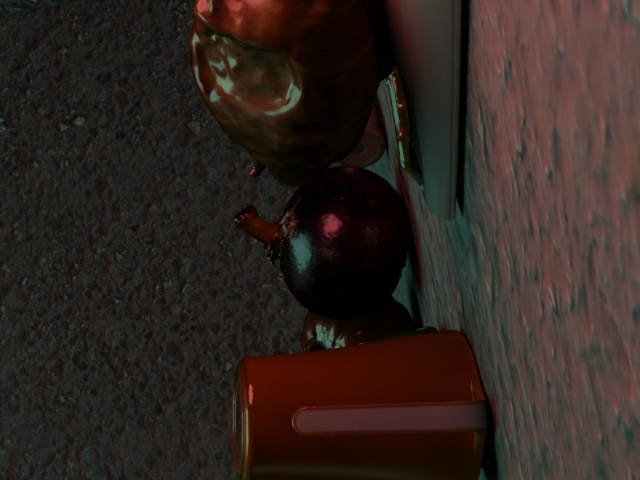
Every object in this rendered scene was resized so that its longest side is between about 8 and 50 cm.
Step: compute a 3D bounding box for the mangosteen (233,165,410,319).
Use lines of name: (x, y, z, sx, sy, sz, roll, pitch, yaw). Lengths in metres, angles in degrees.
mangosteen: (0.000, 0.000, 1.438, 0.235, 0.262, 0.235, -173, 90, -86)

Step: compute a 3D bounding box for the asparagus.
asparagus: (0.091, -0.175, 1.144, 0.034, 0.027, 0.236, 159, 101, -79)

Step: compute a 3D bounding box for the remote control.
remote control: (0.083, -0.146, 0.815, 0.313, 0.055, 0.109, 79, 180, -54)

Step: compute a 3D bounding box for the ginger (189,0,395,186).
ginger: (-0.011, -0.211, 0.834, 0.274, 0.153, 0.357, -38, -46, -69)

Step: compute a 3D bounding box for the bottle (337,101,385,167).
bottle: (0.053, -0.197, 1.604, 0.099, 0.099, 0.152, 80, -179, -48)

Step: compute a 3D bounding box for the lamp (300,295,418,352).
lamp: (0.066, 0.178, 1.584, 0.223, 0.197, 0.223, 28, 130, 40)

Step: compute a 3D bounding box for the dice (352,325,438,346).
dice: (0.100, 0.182, 1.221, 0.128, 0.120, 0.130, 122, 136, -81)

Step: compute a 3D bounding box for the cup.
cup: (0.047, 0.183, 1.006, 0.226, 0.264, 0.182, 133, 136, -76)
